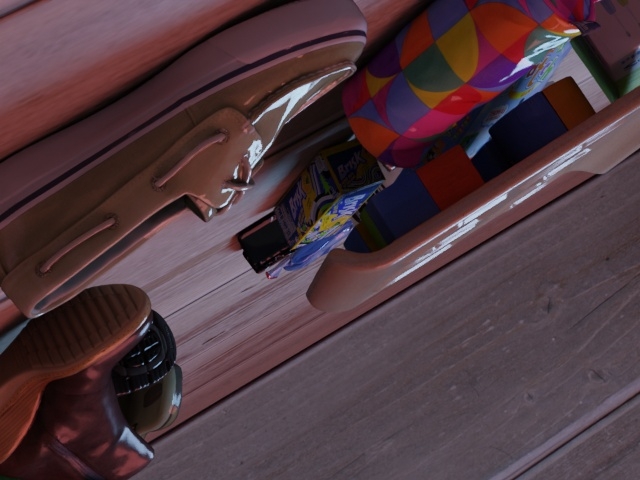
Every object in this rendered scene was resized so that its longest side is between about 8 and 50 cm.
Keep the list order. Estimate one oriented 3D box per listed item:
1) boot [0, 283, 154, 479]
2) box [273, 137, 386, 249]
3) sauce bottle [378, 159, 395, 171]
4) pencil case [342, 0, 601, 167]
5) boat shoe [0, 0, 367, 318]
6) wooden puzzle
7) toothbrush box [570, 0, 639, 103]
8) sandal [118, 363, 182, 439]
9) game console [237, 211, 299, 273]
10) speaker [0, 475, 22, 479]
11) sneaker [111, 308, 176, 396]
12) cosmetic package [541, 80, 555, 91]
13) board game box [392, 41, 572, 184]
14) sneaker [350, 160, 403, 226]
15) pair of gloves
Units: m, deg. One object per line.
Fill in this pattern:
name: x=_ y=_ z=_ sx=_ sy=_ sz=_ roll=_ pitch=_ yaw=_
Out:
boot: x=-0.225 y=0.158 z=1.403 sx=0.248 sy=0.090 sz=0.207 roll=-33 pitch=135 yaw=11
box: x=0.007 y=-0.049 z=1.511 sx=0.059 sy=0.054 sz=0.169 roll=-20 pitch=169 yaw=-25
sauce bottle: x=0.109 y=-0.127 z=1.502 sx=0.128 sy=0.042 sz=0.042 roll=-42 pitch=172 yaw=2
pencil case: x=0.122 y=-0.153 z=1.153 sx=0.236 sy=0.104 sz=0.104 roll=-35 pitch=173 yaw=40
boat shoe: x=-0.090 y=-0.056 z=0.933 sx=0.302 sy=0.094 sz=0.109 roll=-31 pitch=172 yaw=-7
wooden puzzle: x=0.145 y=-0.050 z=1.334 sx=0.347 sy=0.081 sz=0.322 roll=-27 pitch=174 yaw=-8
toothbrush box: x=0.340 y=-0.231 z=1.341 sx=0.206 sy=0.122 sz=0.283 roll=-34 pitch=165 yaw=10
sandal: x=-0.301 y=0.255 z=2.118 sx=0.086 sy=0.120 sz=0.303 roll=7 pitch=148 yaw=-32
game console: x=-0.042 y=-0.024 z=1.658 sx=0.122 sy=0.071 sz=0.107 roll=-31 pitch=-158 yaw=-5
speaker: x=-0.437 y=0.293 z=1.632 sx=0.131 sy=0.131 sz=0.296 roll=-24 pitch=169 yaw=-48
sneaker: x=-0.293 y=0.169 z=1.551 sx=0.286 sy=0.109 sz=0.130 roll=-21 pitch=177 yaw=-39
cosmetic package: x=0.220 y=-0.122 z=1.904 sx=0.239 sy=0.060 sz=0.099 roll=-37 pitch=173 yaw=28
board game box: x=0.176 y=-0.140 z=1.488 sx=0.211 sy=0.039 sz=0.160 roll=-57 pitch=162 yaw=26
sneaker: x=0.080 y=-0.055 z=1.677 sx=0.086 sy=0.085 sz=0.237 roll=-36 pitch=172 yaw=-10
pair of gloves: x=0.000 y=0.000 z=1.948 sx=0.159 sy=0.023 sz=0.198 roll=-36 pitch=173 yaw=14
